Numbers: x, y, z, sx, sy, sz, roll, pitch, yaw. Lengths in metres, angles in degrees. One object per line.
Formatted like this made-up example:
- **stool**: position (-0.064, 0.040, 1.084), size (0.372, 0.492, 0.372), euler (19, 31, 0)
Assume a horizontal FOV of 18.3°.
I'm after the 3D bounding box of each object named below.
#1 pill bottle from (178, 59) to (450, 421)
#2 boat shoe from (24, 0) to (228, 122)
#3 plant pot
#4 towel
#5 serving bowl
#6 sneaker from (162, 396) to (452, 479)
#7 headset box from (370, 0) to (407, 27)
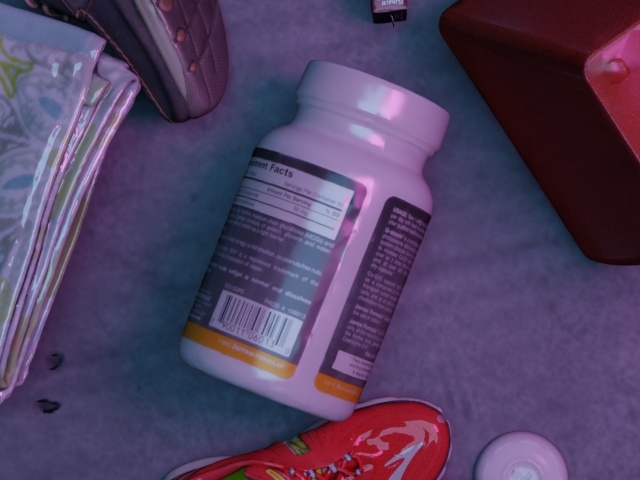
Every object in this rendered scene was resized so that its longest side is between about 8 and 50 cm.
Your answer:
- **pill bottle**: position (0.000, 0.000, 1.673), size (0.162, 0.162, 0.278), euler (22, 87, 2)
- **boat shoe**: position (-0.201, -0.256, 1.723), size (0.130, 0.132, 0.355), euler (-26, 91, 25)
- **plant pot**: position (0.292, -0.134, 1.600), size (0.267, 0.236, 0.267), euler (-35, 105, 0)
- **towel**: position (-0.366, -0.064, 1.682), size (0.374, 0.090, 0.320), euler (20, 87, 18)
- **serving bowl**: position (0.175, 0.207, 1.724), size (0.083, 0.027, 0.083), euler (0, 87, 2)
- **sneaker**: position (-0.017, 0.213, 1.682), size (0.279, 0.118, 0.107), euler (-20, 87, 0)
- **headset box**: position (0.058, -0.228, 1.731), size (0.032, 0.062, 0.083), euler (-7, 86, 2)
